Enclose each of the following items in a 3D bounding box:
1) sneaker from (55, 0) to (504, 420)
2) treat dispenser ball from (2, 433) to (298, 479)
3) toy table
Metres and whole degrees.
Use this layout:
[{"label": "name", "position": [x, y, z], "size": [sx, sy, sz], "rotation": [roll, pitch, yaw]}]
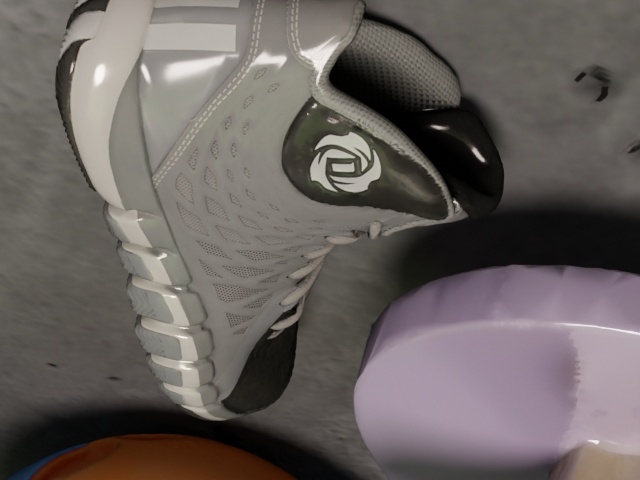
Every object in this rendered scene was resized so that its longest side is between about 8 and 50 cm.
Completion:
[{"label": "sneaker", "position": [0.000, 0.000, 0.441], "size": [0.132, 0.086, 0.229], "rotation": [1, 145, 11]}, {"label": "treat dispenser ball", "position": [-0.092, 0.249, 0.661], "size": [0.288, 0.288, 0.288], "rotation": [8, 147, 5]}, {"label": "toy table", "position": [0.128, 0.136, 0.409], "size": [0.274, 0.161, 0.252], "rotation": [18, 137, 2]}]
